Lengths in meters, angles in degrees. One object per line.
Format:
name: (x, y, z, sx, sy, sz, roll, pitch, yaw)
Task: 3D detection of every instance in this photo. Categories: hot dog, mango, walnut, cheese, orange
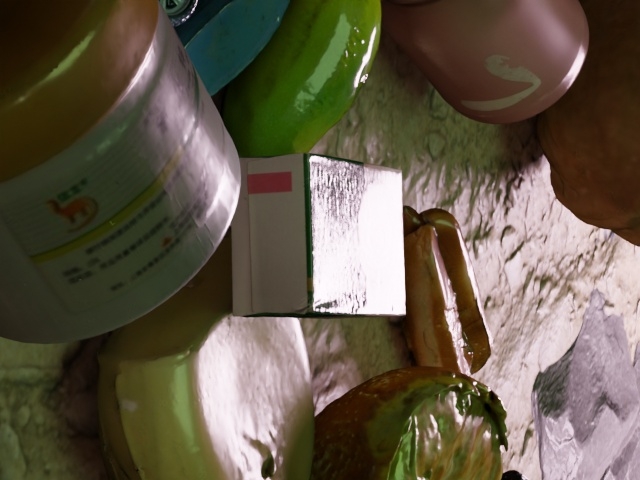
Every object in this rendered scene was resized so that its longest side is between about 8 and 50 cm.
hot dog: (0.126, 0.065, 2.000, 0.109, 0.072, 0.269, -54, 140, -39)
mango: (-0.020, -0.144, 1.682, 0.125, 0.111, 0.232, 27, 84, -54)
walnut: (0.396, -0.147, 2.176, 0.344, 0.306, 0.306, -63, 145, -42)
cheese: (-0.086, 0.173, 1.641, 0.259, 0.128, 0.315, -44, 134, -47)
orange: (0.063, 0.287, 1.842, 0.263, 0.196, 0.334, 12, 82, -43)

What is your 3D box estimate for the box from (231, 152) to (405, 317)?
box: (0.000, 0.000, 1.610, 0.199, 0.081, 0.135, 5, 83, -66)

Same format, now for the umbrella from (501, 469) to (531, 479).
umbrella: (0.274, 0.335, 2.312, 0.236, 0.059, 0.066, 30, 89, -55)

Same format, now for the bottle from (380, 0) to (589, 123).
bottle: (0.129, -0.236, 1.843, 0.206, 0.173, 0.297, -54, 144, -4)

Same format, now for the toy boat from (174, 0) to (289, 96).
toy boat: (-0.094, -0.184, 1.607, 0.185, 0.077, 0.075, -47, 136, -29)

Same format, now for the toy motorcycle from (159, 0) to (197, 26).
toy motorcycle: (-0.165, -0.278, 1.444, 0.135, 0.092, 0.254, -28, 112, -41)

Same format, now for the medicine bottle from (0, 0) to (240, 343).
medicine bottle: (-0.199, -0.085, 1.294, 0.238, 0.238, 0.232, -61, 144, -28)
